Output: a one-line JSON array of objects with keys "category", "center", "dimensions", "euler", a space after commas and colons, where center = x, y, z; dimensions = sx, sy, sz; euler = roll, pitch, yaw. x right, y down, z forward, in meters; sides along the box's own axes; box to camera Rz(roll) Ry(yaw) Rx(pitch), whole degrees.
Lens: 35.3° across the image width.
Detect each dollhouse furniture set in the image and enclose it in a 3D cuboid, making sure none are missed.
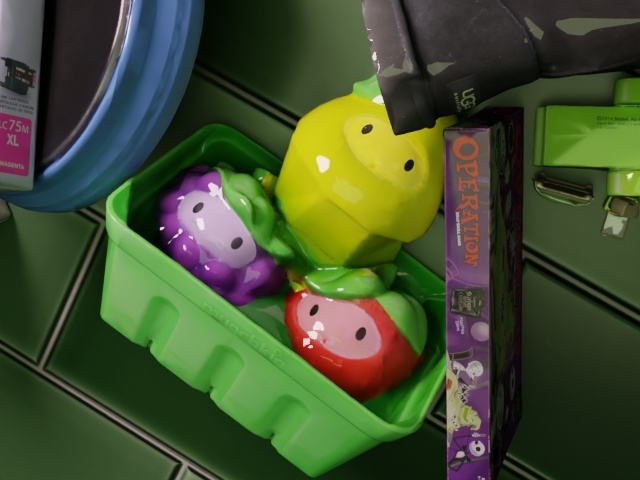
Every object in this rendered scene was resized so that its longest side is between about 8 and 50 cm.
[{"category": "dollhouse furniture set", "center": [0.281, -0.020, 1.016], "dimensions": [0.151, 0.076, 0.059], "euler": [16, 106, 11]}]

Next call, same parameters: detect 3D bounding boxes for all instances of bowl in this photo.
[{"category": "bowl", "center": [-0.282, -0.225, 1.031], "dimensions": [0.391, 0.077, 0.391], "euler": [-5, 82, 38]}]

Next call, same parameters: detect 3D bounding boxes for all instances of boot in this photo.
[{"category": "boot", "center": [0.247, -0.301, 0.907], "dimensions": [0.445, 0.146, 0.367], "euler": [-15, 65, 8]}]

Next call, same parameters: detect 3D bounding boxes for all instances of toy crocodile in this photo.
[{"category": "toy crocodile", "center": [0.376, -0.099, 0.964], "dimensions": [0.340, 0.105, 0.115], "euler": [-1, 90, 19]}]

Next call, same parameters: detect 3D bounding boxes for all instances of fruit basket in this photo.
[{"category": "fruit basket", "center": [0.000, 0.000, 1.017], "dimensions": [0.392, 0.283, 0.392], "euler": [11, 121, 20]}]

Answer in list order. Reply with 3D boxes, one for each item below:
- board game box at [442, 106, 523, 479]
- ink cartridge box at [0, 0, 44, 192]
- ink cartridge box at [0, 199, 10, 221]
[{"category": "board game box", "center": [0.165, 0.050, 0.995], "dimensions": [0.056, 0.208, 0.347], "euler": [1, 103, 15]}, {"category": "ink cartridge box", "center": [-0.348, -0.199, 0.993], "dimensions": [0.185, 0.065, 0.311], "euler": [-2, 86, 40]}, {"category": "ink cartridge box", "center": [-0.501, -0.075, 1.112], "dimensions": [0.117, 0.283, 0.207], "euler": [-20, 96, 18]}]
